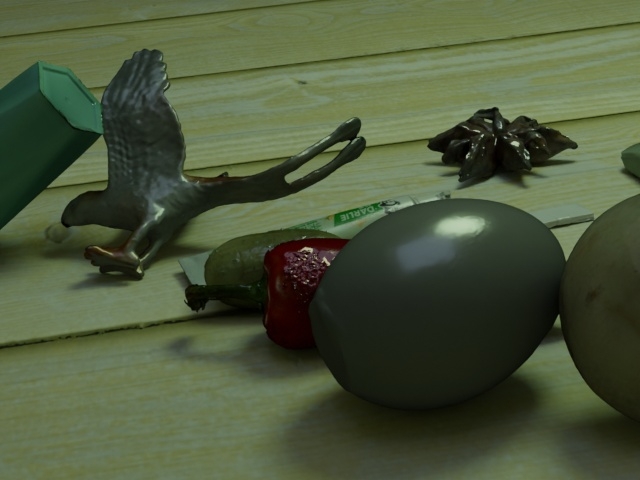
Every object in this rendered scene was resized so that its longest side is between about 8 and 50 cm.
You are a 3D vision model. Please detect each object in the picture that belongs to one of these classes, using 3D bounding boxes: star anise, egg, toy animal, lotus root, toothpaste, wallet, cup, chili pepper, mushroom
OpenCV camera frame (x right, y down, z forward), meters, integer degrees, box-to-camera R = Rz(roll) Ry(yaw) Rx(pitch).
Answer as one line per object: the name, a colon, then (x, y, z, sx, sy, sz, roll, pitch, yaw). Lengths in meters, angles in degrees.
star anise: (0.238, -0.127, 1.725, 0.195, 0.065, 0.182, 0, 23, 1)
egg: (0.108, 0.050, 1.155, 0.232, 0.176, 0.176, -28, 28, -16)
toy animal: (-0.139, -0.050, 1.549, 0.284, 0.225, 0.302, 13, 49, 31)
lotus root: (-0.030, 0.027, 1.381, 0.183, 0.077, 0.090, -3, 23, 9)
toothpaste: (0.000, 0.000, 1.489, 0.314, 0.056, 0.058, -14, -17, -14)
wallet: (0.274, -0.029, 1.544, 0.083, 0.011, 0.044, -10, 23, -15)
cup: (-0.372, -0.101, 1.544, 0.236, 0.134, 0.148, -37, 15, 24)
chili pepper: (0.058, 0.050, 1.287, 0.388, 0.110, 0.110, -1, 22, -1)
mushroom: (0.300, 0.063, 1.126, 0.207, 0.207, 0.215, -7, -13, -4)

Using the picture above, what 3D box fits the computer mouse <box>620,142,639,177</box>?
computer mouse: (0.434, -0.099, 1.629, 0.089, 0.056, 0.181, -5, 21, -13)
